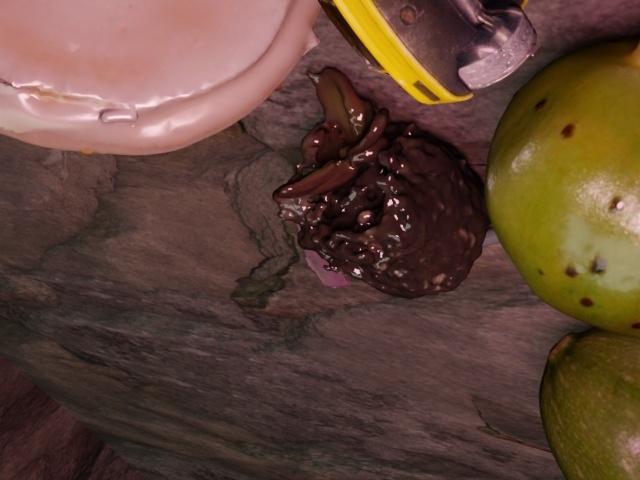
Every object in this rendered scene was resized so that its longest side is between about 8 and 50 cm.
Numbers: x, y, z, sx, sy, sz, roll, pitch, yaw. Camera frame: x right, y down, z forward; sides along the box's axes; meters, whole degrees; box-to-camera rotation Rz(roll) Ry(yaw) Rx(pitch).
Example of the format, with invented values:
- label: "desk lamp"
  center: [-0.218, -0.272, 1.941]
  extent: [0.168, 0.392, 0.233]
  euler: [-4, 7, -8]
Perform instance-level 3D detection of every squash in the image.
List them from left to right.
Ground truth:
- label: "squash"
  center: [0.387, 0.242, 1.226]
  extent: [0.309, 0.310, 0.310]
  euler: [24, 152, 15]

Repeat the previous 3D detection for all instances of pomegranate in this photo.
- label: "pomegranate"
  center: [0.265, -0.076, 0.876]
  extent: [0.260, 0.260, 0.340]
  euler: [16, 120, 24]

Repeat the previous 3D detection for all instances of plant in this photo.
- label: "plant"
  center: [0.068, -0.048, 1.162]
  extent: [0.178, 0.204, 0.234]
  euler: [-8, 141, 45]

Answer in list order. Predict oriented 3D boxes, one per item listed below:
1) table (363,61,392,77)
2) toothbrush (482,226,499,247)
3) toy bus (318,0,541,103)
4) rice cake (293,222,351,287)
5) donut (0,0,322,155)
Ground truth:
- label: "table"
  center: [0.092, -0.196, 1.014]
  extent: [0.083, 0.062, 0.079]
  euler: [22, 151, 13]
- label: "toothbrush"
  center: [0.203, -0.002, 1.272]
  extent: [0.025, 0.030, 0.342]
  euler: [45, 151, -19]
- label: "toy bus"
  center: [0.085, -0.236, 0.668]
  extent: [0.152, 0.330, 0.144]
  euler: [-1, 140, 49]
- label: "rice cake"
  center: [0.000, 0.000, 1.461]
  extent: [0.047, 0.036, 0.206]
  euler: [10, 146, 24]
- label: "donut"
  center: [-0.177, -0.248, 0.879]
  extent: [0.383, 0.382, 0.142]
  euler: [32, 170, -5]
